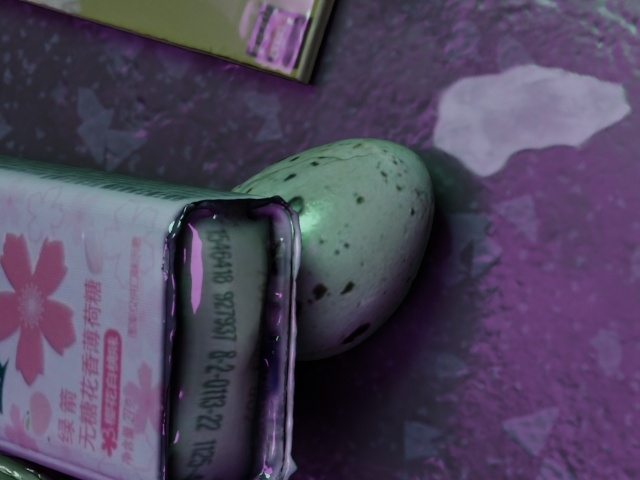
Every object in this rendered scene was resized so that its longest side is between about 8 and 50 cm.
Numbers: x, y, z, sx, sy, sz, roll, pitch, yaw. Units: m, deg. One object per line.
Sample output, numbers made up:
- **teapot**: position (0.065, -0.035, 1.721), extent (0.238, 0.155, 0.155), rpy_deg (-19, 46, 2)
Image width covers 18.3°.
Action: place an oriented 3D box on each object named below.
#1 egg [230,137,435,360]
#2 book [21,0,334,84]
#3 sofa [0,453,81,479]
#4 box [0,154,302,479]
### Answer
- **egg**: position (0.000, 0.000, 1.274), extent (0.131, 0.131, 0.164), rpy_deg (42, 96, 19)
- **book**: position (-0.130, -0.267, 1.390), extent (0.352, 0.035, 0.239), rpy_deg (19, 93, 24)
- **sofa**: position (-0.161, 0.268, 1.273), extent (0.210, 0.225, 0.176), rpy_deg (-59, 36, 10)
- **box**: position (-0.161, 0.046, 1.278), extent (0.369, 0.112, 0.190), rpy_deg (11, 103, 47)
